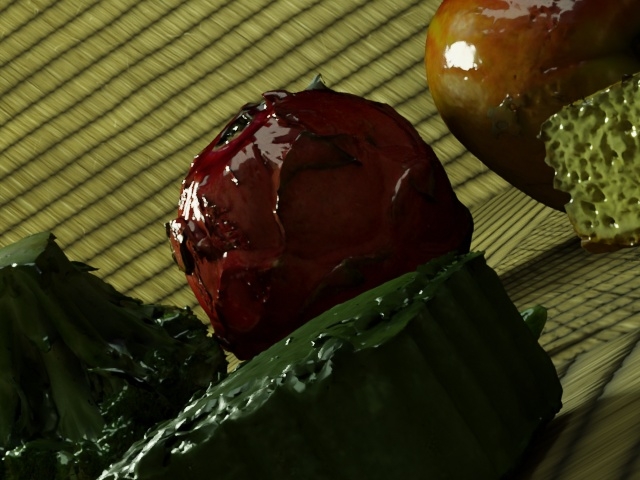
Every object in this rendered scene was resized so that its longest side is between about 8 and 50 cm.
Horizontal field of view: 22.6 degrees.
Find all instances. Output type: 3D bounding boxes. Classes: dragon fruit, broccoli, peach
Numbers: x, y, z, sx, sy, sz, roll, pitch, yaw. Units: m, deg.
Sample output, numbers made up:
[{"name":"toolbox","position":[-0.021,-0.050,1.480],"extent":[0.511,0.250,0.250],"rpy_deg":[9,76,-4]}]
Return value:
[{"name":"dragon fruit","position":[0.000,0.000,1.616],"extent":[0.296,0.301,0.295],"rpy_deg":[-34,21,15]},{"name":"broccoli","position":[-0.242,0.134,1.512],"extent":[0.304,0.283,0.321],"rpy_deg":[-23,20,-3]},{"name":"peach","position":[0.275,-0.176,1.632],"extent":[0.373,0.290,0.372],"rpy_deg":[-24,8,4]}]

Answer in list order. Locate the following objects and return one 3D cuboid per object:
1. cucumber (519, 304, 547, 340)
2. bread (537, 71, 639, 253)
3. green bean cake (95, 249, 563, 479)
[{"name":"cucumber","position":[0.084,0.093,1.100],"extent":[0.168,0.039,0.039],"rpy_deg":[-27,2,14]},{"name":"bread","position":[0.293,-0.092,1.250],"extent":[0.139,0.143,0.229],"rpy_deg":[-32,5,-42]},{"name":"green bean cake","position":[0.006,0.102,0.830],"extent":[0.200,0.113,0.214],"rpy_deg":[-29,2,26]}]
